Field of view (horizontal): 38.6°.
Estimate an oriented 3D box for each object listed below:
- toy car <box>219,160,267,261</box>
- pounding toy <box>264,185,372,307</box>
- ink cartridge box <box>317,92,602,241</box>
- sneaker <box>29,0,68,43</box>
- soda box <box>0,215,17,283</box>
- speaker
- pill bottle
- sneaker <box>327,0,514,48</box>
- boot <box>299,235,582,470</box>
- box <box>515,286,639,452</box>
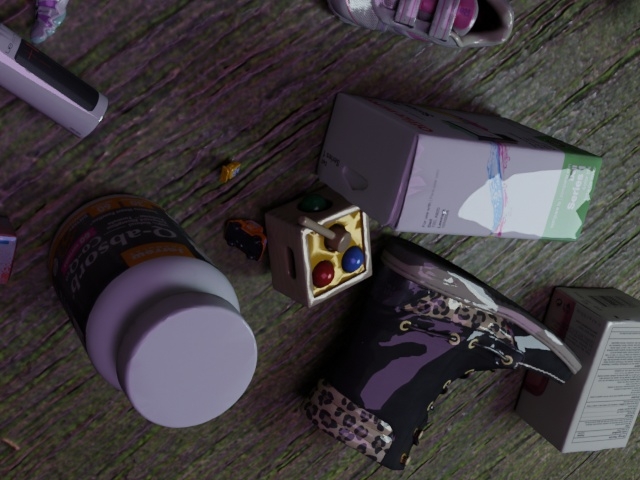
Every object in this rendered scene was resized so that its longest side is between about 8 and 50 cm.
[{"bbox_3d":[-0.086,-0.038,1.107,0.040,0.060,0.122,-39,140,-47],"label":"toy car"},{"bbox_3d":[0.000,0.000,1.123,0.130,0.100,0.141,-26,124,-34],"label":"pounding toy"},{"bbox_3d":[0.166,-0.090,1.127,0.278,0.201,0.117,3,110,-29],"label":"ink cartridge box"},{"bbox_3d":[-0.282,-0.253,0.912,0.069,0.038,0.098,32,85,-34],"label":"sneaker"},{"bbox_3d":[-0.412,0.000,0.939,0.183,0.063,0.058,8,108,-32],"label":"soda box"},{"bbox_3d":[-0.288,-0.163,0.937,0.136,0.055,0.055,36,93,-35],"label":"speaker"},{"bbox_3d":[-0.180,0.067,0.965,0.162,0.278,0.162,-12,117,-25],"label":"pill bottle"},{"bbox_3d":[0.128,-0.284,1.072,0.252,0.111,0.103,0,112,-28],"label":"sneaker"},{"bbox_3d":[0.173,0.190,1.300,0.377,0.138,0.284,30,95,-31],"label":"boot"},{"bbox_3d":[0.430,0.203,1.453,0.149,0.127,0.232,3,111,-30],"label":"box"}]
